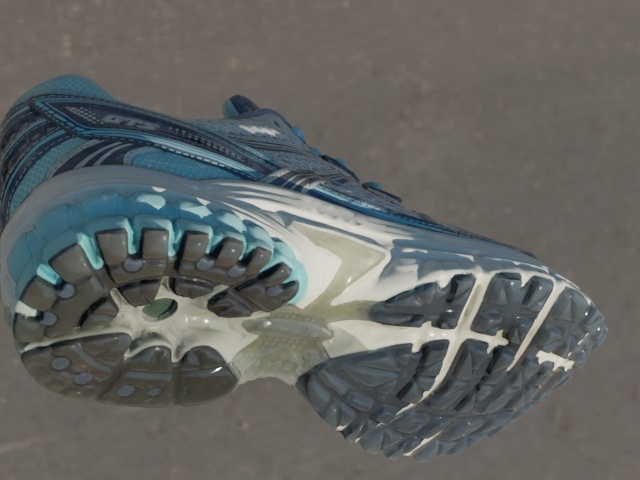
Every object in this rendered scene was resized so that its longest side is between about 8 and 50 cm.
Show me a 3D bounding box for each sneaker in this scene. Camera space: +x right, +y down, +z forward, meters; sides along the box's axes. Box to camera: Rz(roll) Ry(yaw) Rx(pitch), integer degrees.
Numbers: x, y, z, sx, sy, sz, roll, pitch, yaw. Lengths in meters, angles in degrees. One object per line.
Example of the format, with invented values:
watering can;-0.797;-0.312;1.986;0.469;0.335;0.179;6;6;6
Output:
sneaker;0.000;0.000;0.695;0.283;0.110;0.122;18;37;-40
